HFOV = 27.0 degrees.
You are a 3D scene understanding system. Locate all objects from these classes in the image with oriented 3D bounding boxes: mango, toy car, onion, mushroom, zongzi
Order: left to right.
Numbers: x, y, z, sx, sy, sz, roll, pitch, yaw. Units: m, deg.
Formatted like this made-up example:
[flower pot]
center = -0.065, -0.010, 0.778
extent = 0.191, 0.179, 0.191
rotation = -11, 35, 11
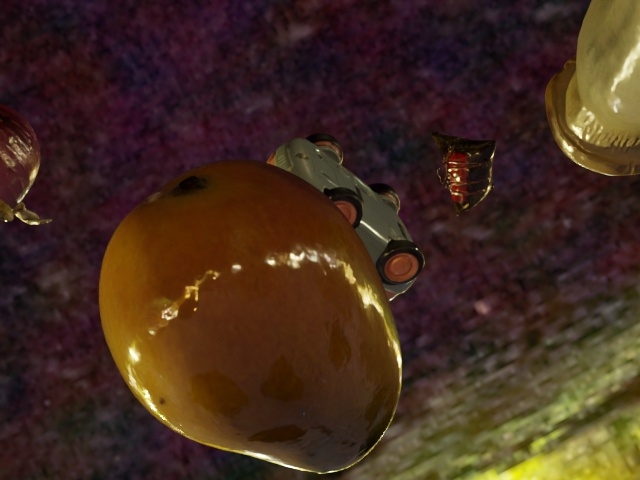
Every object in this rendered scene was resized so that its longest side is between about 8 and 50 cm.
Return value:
[onion]
center = -0.401, -0.078, 1.524
extent = 0.177, 0.177, 0.153
rotation = -29, 142, 7
[mango]
center = -0.032, 0.045, 0.817
extent = 0.139, 0.176, 0.254
rotation = 0, 163, 27
[toy car]
center = 0.000, 0.000, 1.868
extent = 0.212, 0.180, 0.270
rotation = -42, 121, 16
[zongzi]
center = 0.138, -0.080, 1.310
extent = 0.067, 0.073, 0.083
rotation = -34, 143, -41
[mushroom]
center = 0.267, -0.166, 0.977
extent = 0.137, 0.154, 0.407
rotation = 4, 155, -1

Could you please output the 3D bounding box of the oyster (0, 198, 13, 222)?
[oyster]
center = -0.322, -0.009, 1.065
extent = 0.148, 0.103, 0.051
rotation = -14, 119, -20
